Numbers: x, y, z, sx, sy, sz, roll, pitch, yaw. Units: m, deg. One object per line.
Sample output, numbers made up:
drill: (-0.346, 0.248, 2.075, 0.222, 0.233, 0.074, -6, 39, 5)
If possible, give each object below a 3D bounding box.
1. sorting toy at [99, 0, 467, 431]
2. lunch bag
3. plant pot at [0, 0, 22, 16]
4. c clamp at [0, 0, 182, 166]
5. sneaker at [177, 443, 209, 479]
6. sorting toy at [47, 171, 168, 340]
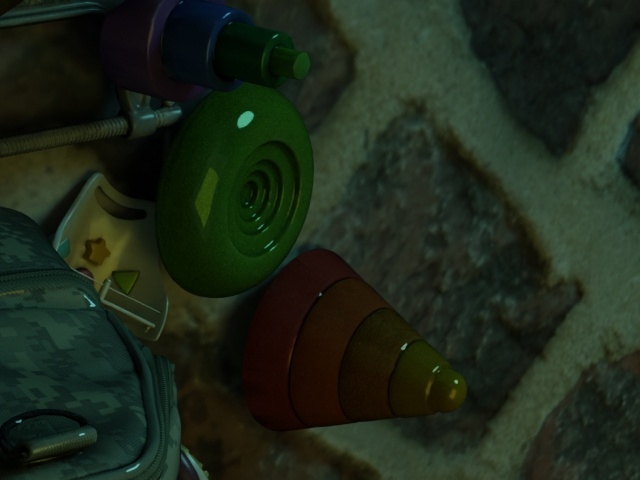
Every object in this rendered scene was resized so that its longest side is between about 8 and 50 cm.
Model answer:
sorting toy: (0.000, 0.000, 0.936, 0.127, 0.126, 0.365, -55, 144, -26)
lunch bag: (-0.174, 0.168, 0.772, 0.212, 0.256, 0.305, -7, 118, -30)
plant pot: (-0.122, -0.232, 0.554, 0.237, 0.237, 0.254, -2, 156, -43)
c clamp: (-0.135, -0.072, 0.861, 0.160, 0.022, 0.137, -8, 109, -40)
sneaker: (-0.113, 0.207, 1.011, 0.084, 0.069, 0.186, -20, 124, -42)
sorting toy: (-0.119, 0.005, 0.917, 0.083, 0.045, 0.075, 30, 75, -36)
